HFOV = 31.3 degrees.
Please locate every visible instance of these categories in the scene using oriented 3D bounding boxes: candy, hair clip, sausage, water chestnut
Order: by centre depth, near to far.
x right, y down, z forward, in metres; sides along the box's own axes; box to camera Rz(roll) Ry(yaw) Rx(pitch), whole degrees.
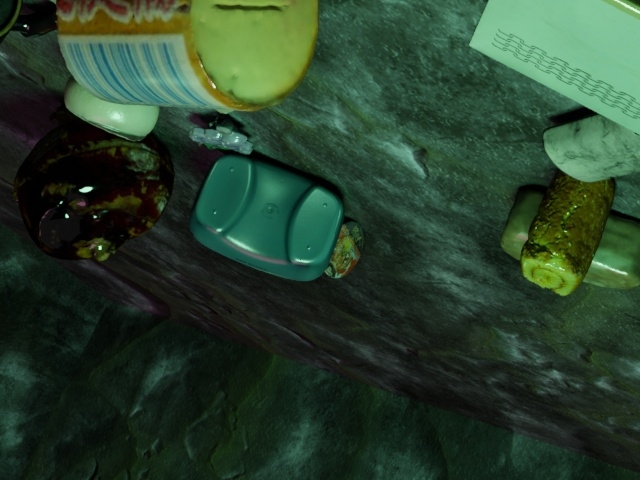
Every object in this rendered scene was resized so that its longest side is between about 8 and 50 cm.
[{"bbox_3d":[-0.180,-0.287,1.513,0.287,0.233,0.233,9,158,43],"label":"sausage"},{"bbox_3d":[0.407,0.000,1.810,0.234,0.104,0.102,20,164,12],"label":"candy"},{"bbox_3d":[-0.185,-0.197,2.150,0.124,0.052,0.195,19,171,-1],"label":"hair clip"},{"bbox_3d":[-0.479,-0.139,2.380,0.335,0.347,0.335,-15,150,-9],"label":"water chestnut"}]

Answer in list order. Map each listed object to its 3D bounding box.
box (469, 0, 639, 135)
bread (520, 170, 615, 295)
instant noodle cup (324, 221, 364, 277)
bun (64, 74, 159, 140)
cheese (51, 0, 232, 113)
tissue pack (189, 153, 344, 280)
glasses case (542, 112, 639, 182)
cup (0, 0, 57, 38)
[{"bbox_3d":[0.312,-0.220,1.272,0.270,0.045,0.211,28,155,6],"label":"box"},{"bbox_3d":[0.366,-0.017,1.692,0.103,0.172,0.132,22,165,14],"label":"bread"},{"bbox_3d":[0.002,-0.001,2.381,0.136,0.127,0.127,23,166,34],"label":"instant noodle cup"},{"bbox_3d":[-0.368,-0.262,2.049,0.173,0.120,0.173,25,-169,-5],"label":"bun"},{"bbox_3d":[-0.296,-0.327,1.895,0.400,0.034,0.085,32,163,-26],"label":"cheese"},{"bbox_3d":[-0.105,-0.042,2.232,0.287,0.198,0.206,19,169,-3],"label":"tissue pack"},{"bbox_3d":[0.411,-0.134,1.458,0.114,0.060,0.299,31,163,-19],"label":"glasses case"},{"bbox_3d":[-0.557,-0.368,1.909,0.239,0.166,0.177,30,167,-15],"label":"cup"}]
